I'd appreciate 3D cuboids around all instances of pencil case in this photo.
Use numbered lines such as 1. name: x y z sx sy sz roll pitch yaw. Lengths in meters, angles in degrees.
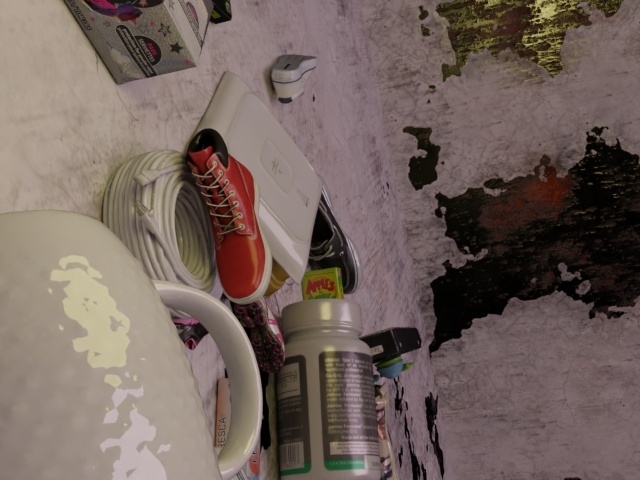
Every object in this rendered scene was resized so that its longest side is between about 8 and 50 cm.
1. pencil case: 0.120 0.554 1.873 0.160 0.183 0.411 -14 94 -73

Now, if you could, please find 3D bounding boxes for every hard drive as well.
1. hard drive: 0.107 0.272 1.875 0.339 0.236 0.064 19 51 -71

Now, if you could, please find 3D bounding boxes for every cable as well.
1. cable: -0.224 -0.007 1.158 0.257 0.089 0.257 -66 144 -65

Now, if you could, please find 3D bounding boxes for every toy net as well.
1. toy net: 0.106 0.327 1.870 0.122 0.232 0.045 -13 81 -67

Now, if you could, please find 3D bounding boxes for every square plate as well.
1. square plate: -0.103 -0.139 1.533 0.344 0.049 0.347 50 29 -26

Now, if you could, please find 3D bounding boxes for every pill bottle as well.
1. pill bottle: 0.012 0.314 1.586 0.204 0.204 0.361 44 40 -65

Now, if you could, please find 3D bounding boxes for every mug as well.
1. mug: -0.207 0.153 0.707 0.374 0.276 0.328 -3 73 -44

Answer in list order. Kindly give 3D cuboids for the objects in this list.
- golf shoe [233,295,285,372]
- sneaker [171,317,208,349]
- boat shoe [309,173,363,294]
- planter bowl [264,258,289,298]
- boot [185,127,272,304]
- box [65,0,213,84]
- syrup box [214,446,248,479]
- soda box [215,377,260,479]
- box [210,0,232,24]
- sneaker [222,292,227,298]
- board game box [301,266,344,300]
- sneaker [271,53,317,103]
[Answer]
1. golf shoe: -0.108 0.169 1.499 0.086 0.067 0.186 -71 148 -62
2. sneaker: -0.202 0.146 1.239 0.119 0.047 0.057 12 76 -65
3. boat shoe: 0.000 0.000 1.922 0.335 0.121 0.119 65 28 -15
4. planter bowl: -0.088 0.009 1.614 0.217 0.090 0.217 -8 90 -74
5. boot: -0.144 -0.039 1.138 0.176 0.088 0.244 57 19 -56
6. box: -0.269 -0.375 1.100 0.247 0.142 0.163 63 23 -46
7. syrup box: -0.177 0.412 1.075 0.237 0.096 0.093 -79 155 -53
8. soda box: -0.139 0.327 1.310 0.058 0.062 0.183 53 32 -60
9. box: -0.233 -0.543 1.498 0.184 0.045 0.191 26 55 -73
10. sneaker: -0.155 0.006 1.366 0.083 0.098 0.224 -71 148 -58
11. board game box: 0.011 0.162 1.868 0.043 0.092 0.182 17 65 -71
12. sneaker: -0.070 -0.409 1.944 0.258 0.094 0.091 -56 153 -61
